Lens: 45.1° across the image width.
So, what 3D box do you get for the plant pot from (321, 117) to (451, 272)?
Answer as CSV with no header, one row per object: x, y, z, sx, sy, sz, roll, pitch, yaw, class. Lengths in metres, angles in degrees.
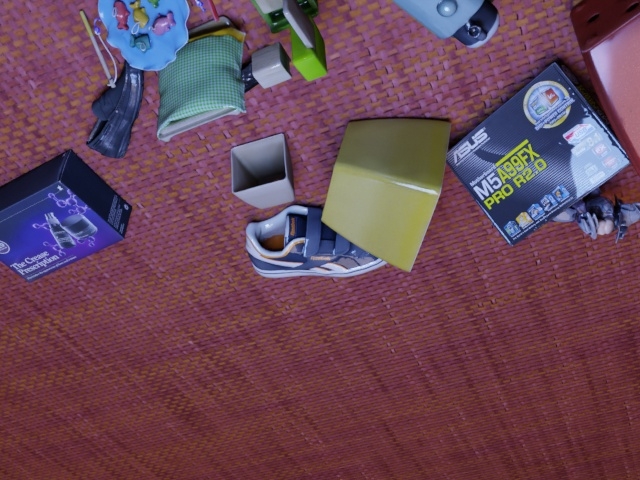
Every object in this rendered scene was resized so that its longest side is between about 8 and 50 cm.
0.114,-0.103,1.422,0.187,0.212,0.212,15,135,2,plant pot

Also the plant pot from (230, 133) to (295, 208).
-0.100,-0.120,1.465,0.109,0.109,0.096,-14,146,13,plant pot

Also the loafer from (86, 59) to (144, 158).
-0.363,-0.231,1.360,0.078,0.076,0.223,10,139,-22,loafer

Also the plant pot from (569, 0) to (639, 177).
0.537,-0.297,1.192,0.236,0.267,0.267,41,123,-21,plant pot

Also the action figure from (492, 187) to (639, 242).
0.479,-0.058,1.485,0.285,0.185,0.099,1,104,18,action figure

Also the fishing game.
-0.279,-0.357,1.187,0.264,0.041,0.189,-16,97,34,fishing game

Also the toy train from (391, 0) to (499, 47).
0.125,-0.404,1.104,0.334,0.190,0.142,31,125,-28,toy train

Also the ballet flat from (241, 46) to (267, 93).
-0.146,-0.280,1.345,0.173,0.057,0.049,-23,91,20,ballet flat

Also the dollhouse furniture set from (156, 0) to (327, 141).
-0.160,-0.311,1.185,0.302,0.197,0.151,-18,143,18,dollhouse furniture set

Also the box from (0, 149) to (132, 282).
-0.542,-0.043,1.539,0.261,0.103,0.184,-23,129,21,box

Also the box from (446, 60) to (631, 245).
0.386,-0.150,1.379,0.270,0.060,0.216,-40,83,33,box

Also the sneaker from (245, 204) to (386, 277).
0.000,0.000,1.569,0.321,0.126,0.127,-9,141,10,sneaker
